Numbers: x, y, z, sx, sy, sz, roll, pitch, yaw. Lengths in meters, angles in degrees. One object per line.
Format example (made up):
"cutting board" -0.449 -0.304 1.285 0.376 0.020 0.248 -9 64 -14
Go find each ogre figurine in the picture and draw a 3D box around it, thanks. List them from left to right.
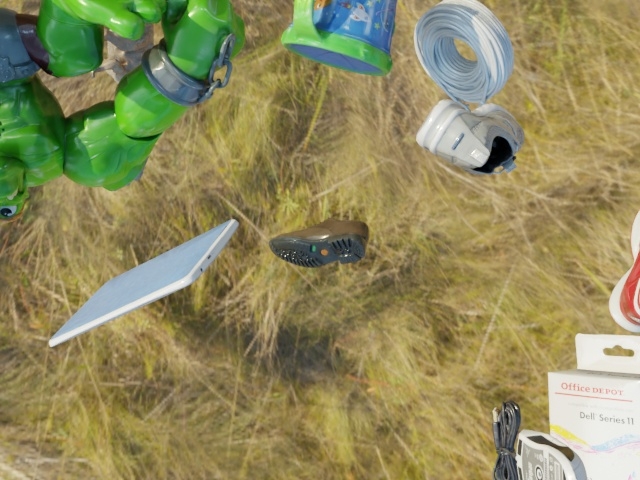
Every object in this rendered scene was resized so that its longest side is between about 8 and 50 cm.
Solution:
"ogre figurine" -0.142 -0.072 0.329 0.197 0.097 0.118 -14 146 -31

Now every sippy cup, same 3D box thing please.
"sippy cup" 0.060 -0.482 1.520 0.240 0.305 0.224 16 95 -6

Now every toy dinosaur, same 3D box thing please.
"toy dinosaur" -0.395 -0.408 1.556 0.200 0.127 0.296 -8 138 -28

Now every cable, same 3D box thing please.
"cable" 0.340 -0.449 1.732 0.257 0.257 0.089 44 67 9

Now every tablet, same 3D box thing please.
"tablet" -0.076 0.019 0.316 0.083 0.054 0.006 -25 108 26

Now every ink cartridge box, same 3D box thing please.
"ink cartridge box" 0.569 0.366 1.447 0.119 0.207 0.354 2 84 -39

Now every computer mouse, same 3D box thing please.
"computer mouse" 0.239 0.242 0.790 0.042 0.193 0.106 -1 92 -11

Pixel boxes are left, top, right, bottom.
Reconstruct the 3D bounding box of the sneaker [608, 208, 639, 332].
"sneaker" 0.456 0.009 0.935 0.087 0.128 0.221 26 67 0

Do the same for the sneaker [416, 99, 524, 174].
"sneaker" 0.244 -0.132 1.084 0.281 0.115 0.105 -11 139 -54

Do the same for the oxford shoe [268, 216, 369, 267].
"oxford shoe" 0.000 0.000 1.526 0.227 0.096 0.083 -2 132 25
